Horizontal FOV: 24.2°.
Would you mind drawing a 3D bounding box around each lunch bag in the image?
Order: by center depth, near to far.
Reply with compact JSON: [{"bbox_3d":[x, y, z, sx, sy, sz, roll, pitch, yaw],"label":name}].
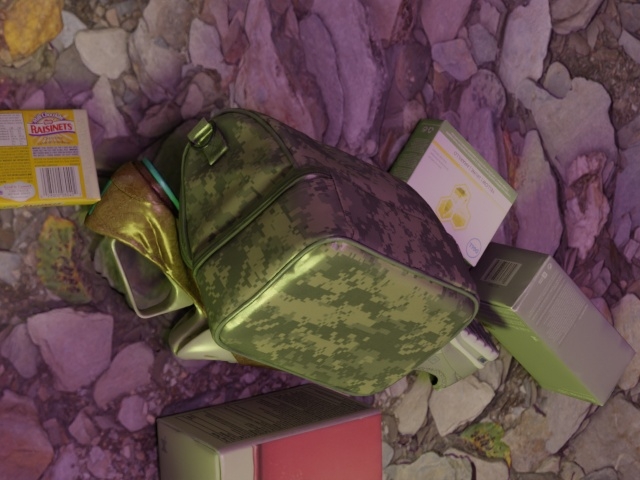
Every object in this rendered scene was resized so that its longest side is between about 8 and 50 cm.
[{"bbox_3d":[0.000,0.000,1.639,0.212,0.256,0.305,-40,140,25],"label":"lunch bag"}]

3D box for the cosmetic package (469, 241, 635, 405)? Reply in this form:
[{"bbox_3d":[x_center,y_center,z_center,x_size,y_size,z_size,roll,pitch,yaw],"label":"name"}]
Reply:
[{"bbox_3d":[0.308,0.114,2.032,0.238,0.127,0.107,47,70,-30],"label":"cosmetic package"}]

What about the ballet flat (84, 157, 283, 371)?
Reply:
[{"bbox_3d":[-0.149,0.059,1.713,0.124,0.116,0.342,-39,120,-1],"label":"ballet flat"}]

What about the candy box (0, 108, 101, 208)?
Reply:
[{"bbox_3d":[-0.335,-0.085,1.574,0.206,0.027,0.105,-4,77,-35],"label":"candy box"}]

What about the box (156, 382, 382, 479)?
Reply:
[{"bbox_3d":[-0.059,0.265,1.778,0.232,0.148,0.127,-10,105,-34],"label":"box"}]

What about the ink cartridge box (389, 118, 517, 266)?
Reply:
[{"bbox_3d":[0.137,-0.016,1.931,0.171,0.056,0.235,42,72,-33],"label":"ink cartridge box"}]

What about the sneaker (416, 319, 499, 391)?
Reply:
[{"bbox_3d":[0.105,0.112,1.894,0.281,0.105,0.115,36,105,-31],"label":"sneaker"}]
